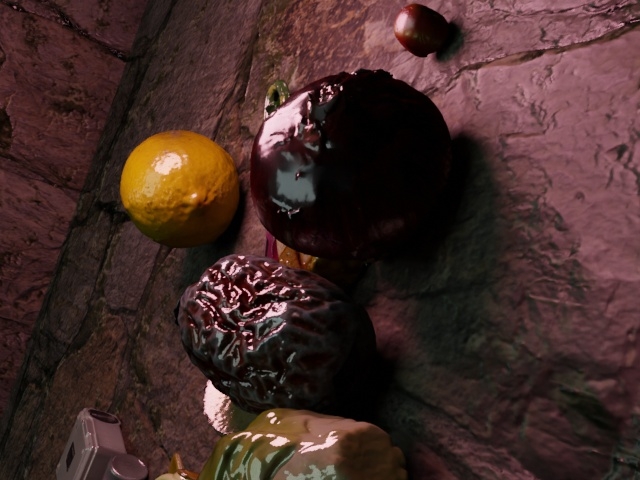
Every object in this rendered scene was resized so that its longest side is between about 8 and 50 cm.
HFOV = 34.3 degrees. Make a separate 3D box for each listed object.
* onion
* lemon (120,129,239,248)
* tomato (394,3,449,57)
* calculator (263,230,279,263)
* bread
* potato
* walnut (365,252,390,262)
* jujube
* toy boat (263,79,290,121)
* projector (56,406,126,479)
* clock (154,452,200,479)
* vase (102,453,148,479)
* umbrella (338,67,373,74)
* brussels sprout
[{"bbox_3d":[0.039,-0.116,1.485,0.314,0.232,0.313,-8,58,13],"label":"onion"},{"bbox_3d":[-0.296,-0.108,2.193,0.284,0.260,0.260,37,107,39],"label":"lemon"},{"bbox_3d":[0.157,-0.330,1.631,0.075,0.087,0.087,-59,26,26],"label":"tomato"},{"bbox_3d":[-0.085,0.060,1.829,0.190,0.034,0.126,-100,18,-70],"label":"calculator"},{"bbox_3d":[0.000,0.000,1.691,0.181,0.096,0.222,-54,29,35],"label":"bread"},{"bbox_3d":[-0.081,0.270,1.626,0.202,0.182,0.117,-97,-7,-57],"label":"potato"},{"bbox_3d":[0.077,-0.010,1.578,0.091,0.052,0.121,-17,48,13],"label":"walnut"},{"bbox_3d":[-0.069,0.143,1.519,0.317,0.226,0.226,21,91,39],"label":"jujube"},{"bbox_3d":[-0.092,-0.234,2.103,0.104,0.052,0.210,-38,40,53],"label":"toy boat"},{"bbox_3d":[-0.522,0.504,2.341,0.192,0.099,0.257,-66,19,4],"label":"projector"},{"bbox_3d":[-0.243,0.534,1.753,0.286,0.117,0.348,-58,26,25],"label":"clock"},{"bbox_3d":[-0.437,0.556,2.183,0.214,0.086,0.086,-65,25,22],"label":"vase"},{"bbox_3d":[0.005,-0.157,1.767,0.349,0.143,0.094,-48,57,41],"label":"umbrella"},{"bbox_3d":[-0.031,0.345,1.312,0.316,0.243,0.274,-63,31,12],"label":"brussels sprout"}]
